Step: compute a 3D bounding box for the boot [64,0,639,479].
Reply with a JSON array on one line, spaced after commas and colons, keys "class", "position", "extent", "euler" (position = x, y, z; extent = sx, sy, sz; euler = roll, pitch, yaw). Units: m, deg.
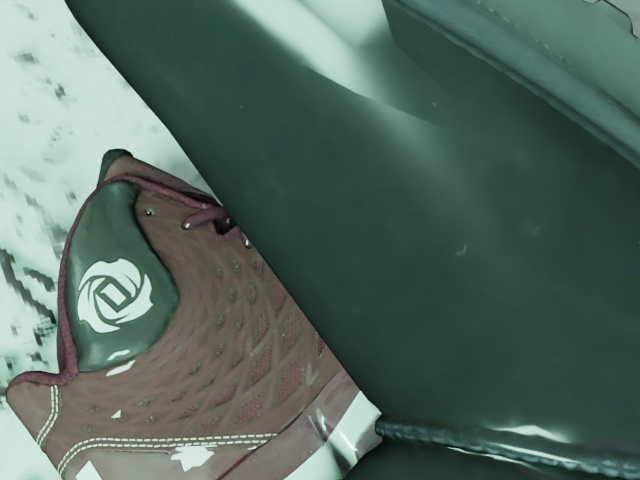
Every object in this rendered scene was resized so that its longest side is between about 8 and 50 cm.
[{"class": "boot", "position": [-0.022, 0.136, 0.567], "extent": [0.367, 0.146, 0.445], "euler": [31, 84, -1]}]

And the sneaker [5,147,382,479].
[{"class": "sneaker", "position": [0.000, 0.000, 0.713], "extent": [0.281, 0.106, 0.162], "euler": [-40, 75, -20]}]
